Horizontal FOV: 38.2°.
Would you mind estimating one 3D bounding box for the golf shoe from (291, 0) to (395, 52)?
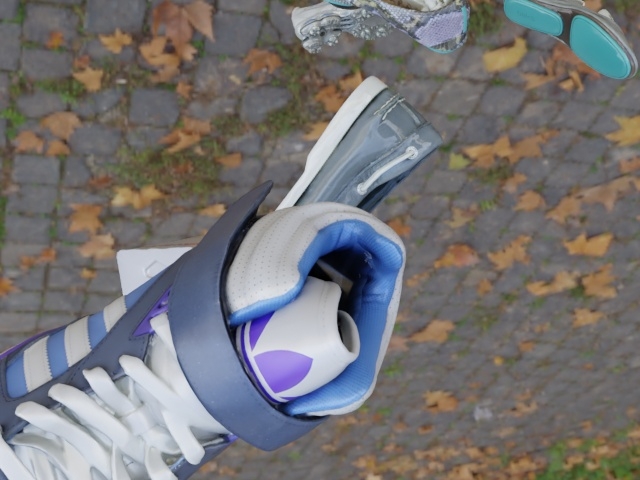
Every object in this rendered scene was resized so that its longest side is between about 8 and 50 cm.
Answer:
[{"bbox_3d":[0.041,-0.338,1.366,0.176,0.086,0.069,-14,140,-18],"label":"golf shoe"}]

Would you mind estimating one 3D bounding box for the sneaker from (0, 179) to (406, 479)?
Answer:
[{"bbox_3d":[-0.088,0.084,0.508,0.323,0.130,0.236,-39,-171,-35],"label":"sneaker"}]

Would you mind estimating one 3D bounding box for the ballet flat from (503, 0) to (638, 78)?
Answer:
[{"bbox_3d":[0.328,-0.278,1.170,0.068,0.213,0.072,-36,145,-21],"label":"ballet flat"}]

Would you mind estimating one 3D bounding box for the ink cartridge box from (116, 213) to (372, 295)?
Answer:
[{"bbox_3d":[-0.099,0.048,1.324,0.308,0.128,0.223,-12,-174,-41],"label":"ink cartridge box"}]

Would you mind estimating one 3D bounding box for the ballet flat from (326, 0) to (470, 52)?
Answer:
[{"bbox_3d":[0.031,-0.141,0.495,0.114,0.041,0.041,30,154,18],"label":"ballet flat"}]

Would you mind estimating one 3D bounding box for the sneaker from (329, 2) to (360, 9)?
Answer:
[{"bbox_3d":[0.051,-0.293,0.851,0.108,0.100,0.271,-18,175,-24],"label":"sneaker"}]

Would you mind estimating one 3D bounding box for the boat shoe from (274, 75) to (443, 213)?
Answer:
[{"bbox_3d":[0.000,0.000,0.893,0.319,0.099,0.116,-57,174,14],"label":"boat shoe"}]
